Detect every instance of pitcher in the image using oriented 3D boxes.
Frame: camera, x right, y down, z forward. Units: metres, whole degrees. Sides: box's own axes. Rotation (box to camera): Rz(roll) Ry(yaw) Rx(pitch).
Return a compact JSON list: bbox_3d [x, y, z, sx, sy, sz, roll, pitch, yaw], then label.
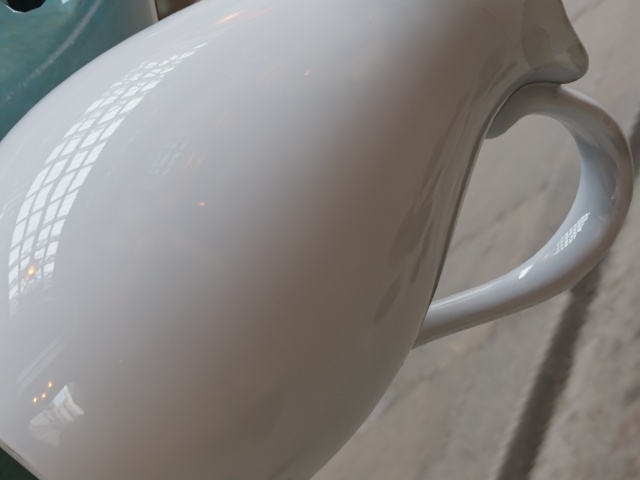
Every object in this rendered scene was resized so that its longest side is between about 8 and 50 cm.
[{"bbox_3d":[0.000,0.000,0.482,0.207,0.178,0.125,-50,33,-13],"label":"pitcher"}]

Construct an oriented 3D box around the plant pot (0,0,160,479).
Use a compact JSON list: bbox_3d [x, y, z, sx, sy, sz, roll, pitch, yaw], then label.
[{"bbox_3d":[-0.194,-0.011,0.682,0.341,0.341,0.334,-54,-20,-32],"label":"plant pot"}]
